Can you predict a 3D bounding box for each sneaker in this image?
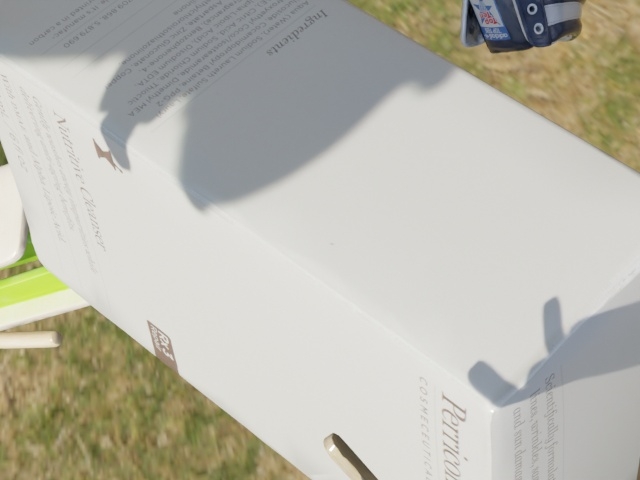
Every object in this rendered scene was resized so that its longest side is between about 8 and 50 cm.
[{"bbox_3d":[0.110,-0.234,1.304,0.282,0.099,0.153,12,89,-36],"label":"sneaker"}]

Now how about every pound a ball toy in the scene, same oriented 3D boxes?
[{"bbox_3d":[-0.325,0.022,1.654,0.319,0.135,0.208,-16,152,35],"label":"pound a ball toy"}]

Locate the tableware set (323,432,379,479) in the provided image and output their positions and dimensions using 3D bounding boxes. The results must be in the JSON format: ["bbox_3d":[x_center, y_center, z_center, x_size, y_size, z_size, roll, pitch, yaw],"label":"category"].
[{"bbox_3d":[0.040,0.168,0.570,0.039,0.128,0.194,-34,107,20],"label":"tableware set"}]

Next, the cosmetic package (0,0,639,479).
[{"bbox_3d":[0.000,0.000,0.909,0.156,0.385,0.217,-39,144,-23],"label":"cosmetic package"}]
